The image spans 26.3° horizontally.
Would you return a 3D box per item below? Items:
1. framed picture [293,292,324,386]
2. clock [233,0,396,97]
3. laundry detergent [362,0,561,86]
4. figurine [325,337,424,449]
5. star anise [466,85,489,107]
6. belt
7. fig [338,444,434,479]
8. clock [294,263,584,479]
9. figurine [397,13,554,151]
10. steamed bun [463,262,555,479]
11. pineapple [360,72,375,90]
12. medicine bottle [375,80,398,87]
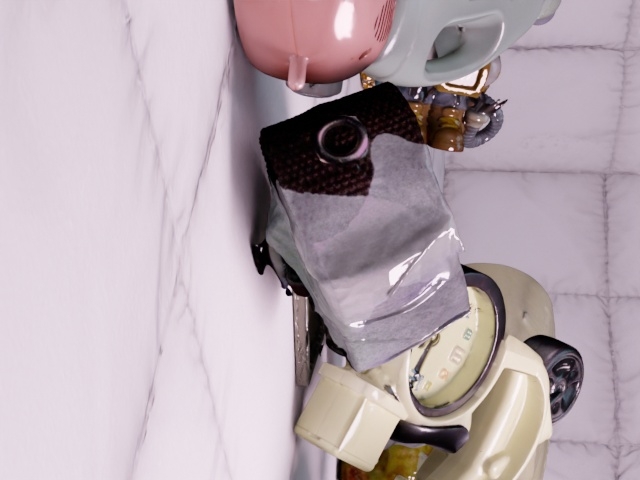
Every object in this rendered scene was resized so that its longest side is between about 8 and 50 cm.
[{"bbox_3d":[0.000,0.000,1.455,0.281,0.019,0.209,-70,160,-67],"label":"framed picture"},{"bbox_3d":[0.010,-0.229,1.050,0.227,0.142,0.241,-68,162,-68],"label":"clock"},{"bbox_3d":[0.166,-0.301,1.612,0.398,0.125,0.264,2,94,-54],"label":"laundry detergent"},{"bbox_3d":[0.085,0.140,1.608,0.133,0.176,0.236,-107,-162,-55],"label":"figurine"},{"bbox_3d":[0.179,-0.337,2.194,0.237,0.148,0.346,-71,146,-64],"label":"star anise"},{"bbox_3d":[0.024,-0.004,1.137,0.289,0.164,0.184,75,-8,-63],"label":"belt"},{"bbox_3d":[0.099,0.315,1.768,0.154,0.166,0.144,-59,-156,-9],"label":"fig"},{"bbox_3d":[0.143,0.177,1.495,0.379,0.120,0.276,39,78,-45],"label":"clock"},{"bbox_3d":[0.177,-0.311,1.850,0.186,0.261,0.382,-140,-122,-65],"label":"figurine"},{"bbox_3d":[0.246,0.294,2.365,0.371,0.290,0.456,-72,161,-45],"label":"steamed bun"},{"bbox_3d":[0.067,-0.227,1.889,0.083,0.019,0.045,-66,154,-77],"label":"pineapple"},{"bbox_3d":[0.124,-0.308,2.005,0.119,0.094,0.188,-82,170,-50],"label":"medicine bottle"}]
